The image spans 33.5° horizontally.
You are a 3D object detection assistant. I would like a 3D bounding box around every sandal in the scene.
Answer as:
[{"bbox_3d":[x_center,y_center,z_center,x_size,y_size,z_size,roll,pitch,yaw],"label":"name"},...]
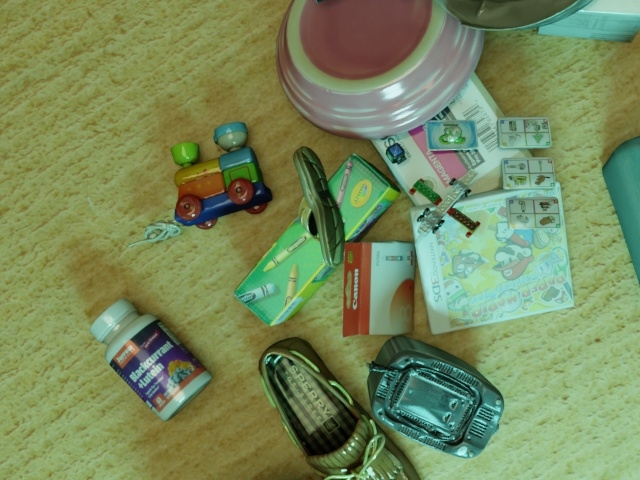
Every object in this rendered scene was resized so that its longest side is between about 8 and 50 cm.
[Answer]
[{"bbox_3d":[-0.009,-0.045,1.522,0.049,0.072,0.180,-21,85,25],"label":"sandal"}]

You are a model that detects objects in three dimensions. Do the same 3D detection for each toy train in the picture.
[{"bbox_3d":[-0.213,-0.091,1.708,0.248,0.105,0.143,-17,77,9],"label":"toy train"}]

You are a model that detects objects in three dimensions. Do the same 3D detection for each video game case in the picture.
[{"bbox_3d":[0.262,0.026,1.614,0.227,0.026,0.206,-12,109,-1],"label":"video game case"}]

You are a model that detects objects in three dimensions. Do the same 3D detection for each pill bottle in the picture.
[{"bbox_3d":[-0.277,0.187,1.710,0.193,0.108,0.108,45,97,6],"label":"pill bottle"}]

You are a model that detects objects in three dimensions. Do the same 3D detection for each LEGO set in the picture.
[{"bbox_3d":[0.220,-0.089,1.565,0.244,0.060,0.182,-2,69,-1],"label":"LEGO set"}]

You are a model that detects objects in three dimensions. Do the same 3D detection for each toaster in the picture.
[{"bbox_3d":[0.158,0.227,1.607,0.227,0.146,0.129,24,96,-7],"label":"toaster"}]

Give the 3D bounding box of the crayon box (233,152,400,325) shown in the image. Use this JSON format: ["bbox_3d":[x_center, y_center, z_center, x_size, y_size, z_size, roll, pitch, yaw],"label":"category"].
[{"bbox_3d":[0.000,0.000,1.637,0.081,0.165,0.278,41,96,7],"label":"crayon box"}]

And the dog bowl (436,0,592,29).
[{"bbox_3d":[0.266,-0.446,1.434,0.349,0.102,0.348,-2,87,28],"label":"dog bowl"}]

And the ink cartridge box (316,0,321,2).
[{"bbox_3d":[0.020,-0.522,1.637,0.165,0.065,0.332,-22,56,9],"label":"ink cartridge box"}]

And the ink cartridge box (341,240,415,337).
[{"bbox_3d":[0.091,0.072,1.616,0.045,0.179,0.145,2,91,27],"label":"ink cartridge box"}]

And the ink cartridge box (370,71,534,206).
[{"bbox_3d":[0.190,-0.158,1.645,0.193,0.088,0.234,-35,86,7],"label":"ink cartridge box"}]

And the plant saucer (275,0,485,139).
[{"bbox_3d":[0.078,-0.318,1.607,0.332,0.084,0.332,-8,68,20],"label":"plant saucer"}]

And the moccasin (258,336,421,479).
[{"bbox_3d":[0.038,0.314,1.641,0.139,0.147,0.380,-32,85,8],"label":"moccasin"}]

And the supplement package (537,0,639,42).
[{"bbox_3d":[0.402,-0.406,1.551,0.149,0.203,0.194,7,91,10],"label":"supplement package"}]

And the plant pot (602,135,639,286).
[{"bbox_3d":[0.550,-0.062,1.482,0.247,0.252,0.247,-17,75,9],"label":"plant pot"}]
